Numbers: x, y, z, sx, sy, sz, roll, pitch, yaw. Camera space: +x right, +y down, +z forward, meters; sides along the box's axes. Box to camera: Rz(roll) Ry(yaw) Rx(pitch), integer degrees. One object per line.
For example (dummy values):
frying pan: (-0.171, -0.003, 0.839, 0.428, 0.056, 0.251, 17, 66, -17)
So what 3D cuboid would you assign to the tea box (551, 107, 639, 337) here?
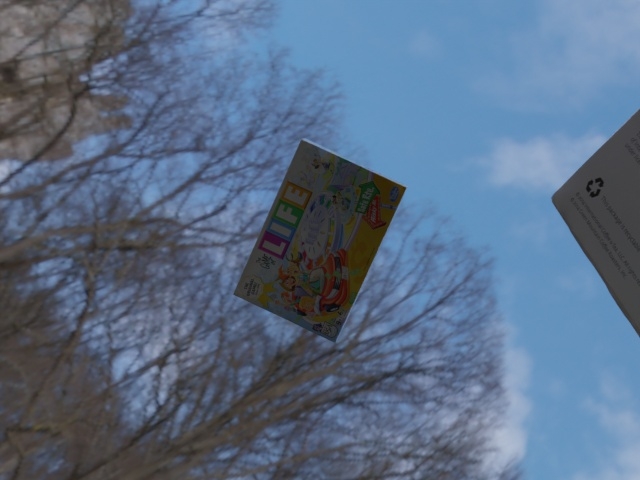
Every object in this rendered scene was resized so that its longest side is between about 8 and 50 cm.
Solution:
tea box: (0.419, 0.049, 0.899, 0.220, 0.323, 0.329, -48, -141, 24)

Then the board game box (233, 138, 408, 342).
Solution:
board game box: (0.000, 0.000, 0.993, 0.103, 0.026, 0.154, 25, -81, 5)
